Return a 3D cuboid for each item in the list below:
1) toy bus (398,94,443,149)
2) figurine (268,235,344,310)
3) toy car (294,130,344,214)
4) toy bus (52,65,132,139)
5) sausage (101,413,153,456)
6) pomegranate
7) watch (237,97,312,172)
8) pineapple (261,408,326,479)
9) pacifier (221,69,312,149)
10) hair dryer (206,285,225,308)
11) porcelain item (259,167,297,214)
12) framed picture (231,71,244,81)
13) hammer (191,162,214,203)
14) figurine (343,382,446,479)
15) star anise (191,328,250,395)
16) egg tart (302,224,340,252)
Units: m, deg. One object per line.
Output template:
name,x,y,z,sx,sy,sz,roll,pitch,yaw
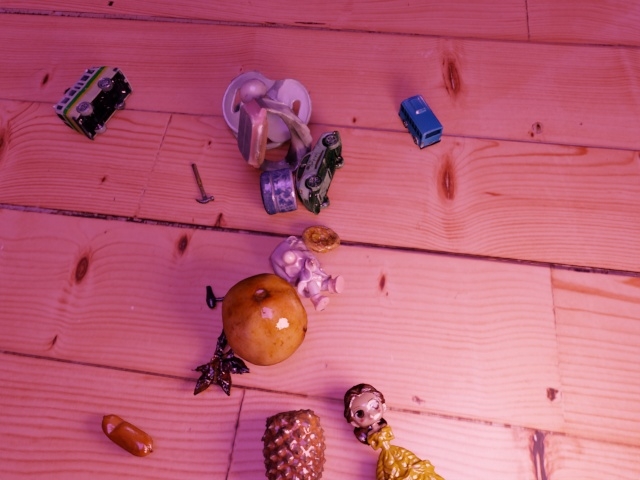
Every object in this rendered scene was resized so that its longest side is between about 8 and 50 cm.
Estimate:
toy bus,0.360,-0.434,1.628,0.090,0.106,0.184,-23,65,-5
figurine,-0.051,0.095,1.364,0.276,0.200,0.133,40,100,37
toy car,-0.010,-0.239,1.543,0.125,0.136,0.305,10,65,18
toy bus,-0.877,-0.545,1.740,0.165,0.133,0.276,21,67,13
sausage,-0.533,0.541,1.244,0.183,0.054,0.062,21,35,15
pomegranate,-0.161,0.222,1.274,0.261,0.260,0.260,-1,64,3
watch,-0.144,-0.343,1.527,0.241,0.253,0.161,-6,42,-24
pineapple,-0.057,0.617,1.130,0.175,0.175,0.360,-9,73,-1
pacifier,-0.214,-0.478,1.605,0.344,0.269,0.288,12,91,13
hair dryer,-0.321,0.174,1.427,0.083,0.031,0.079,-7,54,-15
porcelain item,-0.141,-0.163,1.506,0.114,0.147,0.147,-9,64,0
framed picture,-0.310,-0.639,1.821,0.066,0.006,0.089,-40,68,-14
hammer,-0.435,-0.205,1.617,0.062,0.017,0.182,-22,64,-7
figurine,0.160,0.516,1.148,0.187,0.168,0.315,-37,67,16
star anise,-0.280,0.370,1.310,0.157,0.053,0.212,30,68,17
egg tart,0.000,0.000,1.462,0.129,0.049,0.128,8,40,-7
